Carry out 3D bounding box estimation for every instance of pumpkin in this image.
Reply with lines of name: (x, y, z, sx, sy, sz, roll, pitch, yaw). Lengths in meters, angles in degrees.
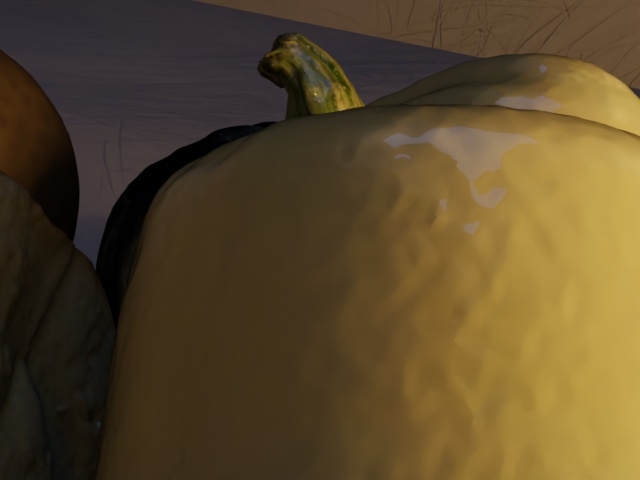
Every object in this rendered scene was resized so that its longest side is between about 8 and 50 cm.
pumpkin: (0.000, 0.000, 1.276, 0.296, 0.296, 0.296, 6, 15, -2)

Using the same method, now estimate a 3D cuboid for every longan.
longan: (-0.303, -0.037, 1.372, 0.258, 0.258, 0.258, 6, 15, -2)

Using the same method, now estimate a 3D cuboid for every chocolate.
chocolate: (0.035, 0.073, 0.793, 0.326, 0.297, 0.314, -1, -16, -27)

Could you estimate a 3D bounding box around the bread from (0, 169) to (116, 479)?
bread: (-0.249, 0.088, 0.794, 0.279, 0.250, 0.225, -8, 54, 14)
